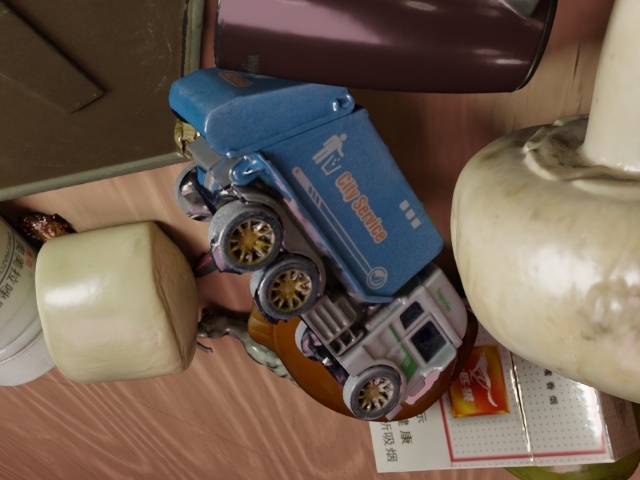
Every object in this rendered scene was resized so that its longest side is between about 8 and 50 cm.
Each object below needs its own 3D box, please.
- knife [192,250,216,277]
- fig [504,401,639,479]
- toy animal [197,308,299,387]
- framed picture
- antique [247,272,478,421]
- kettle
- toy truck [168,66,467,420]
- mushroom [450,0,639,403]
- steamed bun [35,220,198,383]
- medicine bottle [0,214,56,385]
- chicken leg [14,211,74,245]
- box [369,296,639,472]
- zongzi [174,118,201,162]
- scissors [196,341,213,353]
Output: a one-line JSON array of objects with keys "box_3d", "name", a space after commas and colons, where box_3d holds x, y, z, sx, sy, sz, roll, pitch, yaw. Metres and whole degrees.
[{"box_3d": [-0.106, 0.008, 1.063, 0.035, 0.018, 0.247, 31, 144, -24], "name": "knife"}, {"box_3d": [0.323, 0.249, 1.101, 0.230, 0.207, 0.207, -28, 140, 6], "name": "fig"}, {"box_3d": [-0.060, 0.163, 1.235, 0.255, 0.090, 0.170, 32, 165, -14], "name": "toy animal"}, {"box_3d": [-0.225, -0.145, 0.726, 0.247, 0.022, 0.335, -15, 155, -18], "name": "framed picture"}, {"box_3d": [0.050, 0.098, 0.984, 0.278, 0.129, 0.223, 12, 113, 26], "name": "antique"}, {"box_3d": [0.047, -0.167, 0.605, 0.232, 0.144, 0.202, 11, 169, -4], "name": "kettle"}, {"box_3d": [0.000, 0.000, 0.750, 0.367, 0.175, 0.146, 55, 174, -33], "name": "toy truck"}, {"box_3d": [0.262, -0.050, 0.639, 0.314, 0.314, 0.336, 9, 119, 6], "name": "mushroom"}, {"box_3d": [-0.267, 0.100, 1.101, 0.200, 0.155, 0.250, -5, 139, 5], "name": "steamed bun"}, {"box_3d": [-0.483, 0.052, 1.107, 0.190, 0.190, 0.332, -1, 147, 22], "name": "medicine bottle"}, {"box_3d": [-0.348, -0.003, 1.128, 0.145, 0.037, 0.062, 29, 131, -25], "name": "chicken leg"}, {"box_3d": [0.207, 0.172, 1.024, 0.330, 0.210, 0.095, -16, 169, 39], "name": "box"}, {"box_3d": [-0.094, -0.075, 0.861, 0.160, 0.078, 0.176, 22, 152, -21], "name": "zongzi"}, {"box_3d": [-0.251, 0.131, 1.256, 0.212, 0.021, 0.110, 24, 155, 26], "name": "scissors"}]
